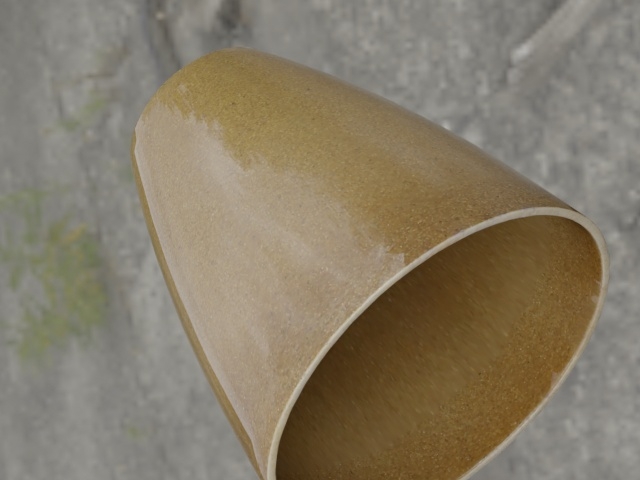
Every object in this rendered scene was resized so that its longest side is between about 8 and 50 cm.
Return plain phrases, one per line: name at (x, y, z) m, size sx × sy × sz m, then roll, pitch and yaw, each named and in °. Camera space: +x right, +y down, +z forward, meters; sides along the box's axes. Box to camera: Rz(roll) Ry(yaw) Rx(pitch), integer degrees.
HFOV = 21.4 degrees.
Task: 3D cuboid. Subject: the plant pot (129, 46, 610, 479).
plant pot at (0.000, 0.000, 1.008) m, size 0.254 × 0.237 × 0.237 m, roll 48°, pitch 141°, yaw 33°
